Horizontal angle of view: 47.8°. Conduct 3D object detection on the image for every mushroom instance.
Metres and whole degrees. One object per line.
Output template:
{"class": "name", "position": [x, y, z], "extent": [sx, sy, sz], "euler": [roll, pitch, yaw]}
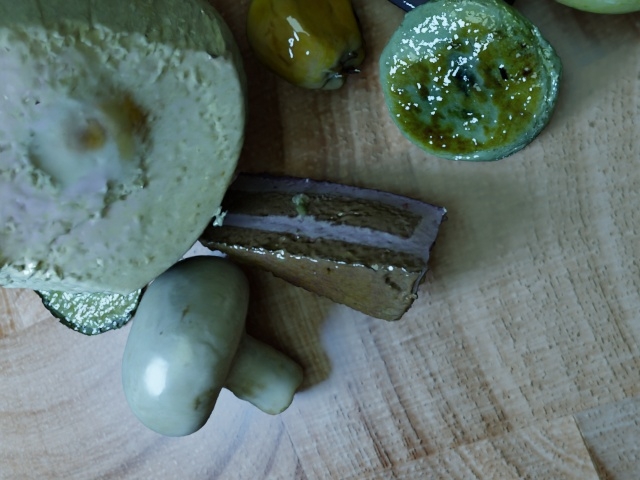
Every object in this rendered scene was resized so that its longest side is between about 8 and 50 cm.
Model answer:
{"class": "mushroom", "position": [-0.128, 0.127, 0.817], "extent": [0.209, 0.206, 0.207], "euler": [28, 106, 15]}

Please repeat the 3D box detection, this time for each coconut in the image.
{"class": "coconut", "position": [-0.292, -0.160, 0.748], "extent": [0.404, 0.404, 0.405], "euler": [3, 98, 21]}

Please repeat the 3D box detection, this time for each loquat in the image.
{"class": "loquat", "position": [-0.011, -0.223, 0.767], "extent": [0.113, 0.137, 0.137], "euler": [-41, 81, 35]}

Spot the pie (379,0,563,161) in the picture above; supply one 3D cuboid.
{"class": "pie", "position": [0.144, -0.154, 0.716], "extent": [0.186, 0.041, 0.187], "euler": [17, 136, 18]}

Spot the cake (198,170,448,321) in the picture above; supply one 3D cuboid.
{"class": "cake", "position": [0.000, 0.000, 0.799], "extent": [0.295, 0.116, 0.113], "euler": [16, 147, 27]}

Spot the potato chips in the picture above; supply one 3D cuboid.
{"class": "potato chips", "position": [-0.312, 0.017, 0.967], "extent": [0.202, 0.029, 0.220], "euler": [37, 111, 13]}

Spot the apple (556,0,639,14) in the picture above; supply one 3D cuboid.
{"class": "apple", "position": [0.259, -0.358, 0.556], "extent": [0.318, 0.319, 0.277], "euler": [1, 69, 21]}

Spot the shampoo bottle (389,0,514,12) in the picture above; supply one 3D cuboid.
{"class": "shampoo bottle", "position": [0.062, -0.316, 0.756], "extent": [0.309, 0.071, 0.098], "euler": [36, 114, 14]}
